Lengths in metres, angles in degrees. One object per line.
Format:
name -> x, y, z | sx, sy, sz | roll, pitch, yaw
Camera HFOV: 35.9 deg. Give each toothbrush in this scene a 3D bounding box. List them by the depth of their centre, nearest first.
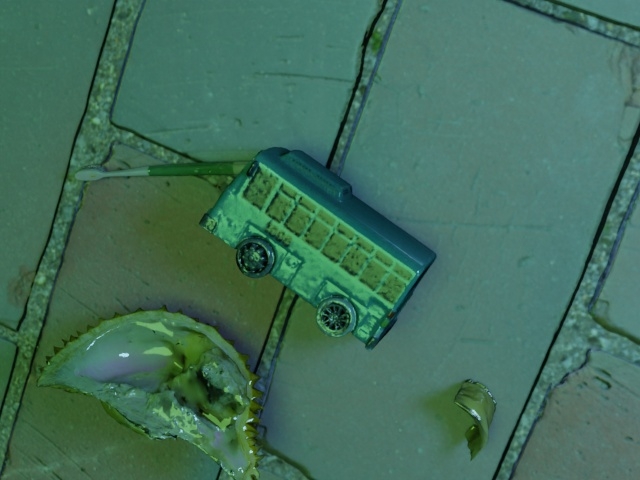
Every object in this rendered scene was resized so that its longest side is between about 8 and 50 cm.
toothbrush -> -0.204, -0.091, 1.289 | 0.257, 0.024, 0.018 | 0, 118, 18

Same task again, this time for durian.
durian -> -0.185, 0.191, 1.248 | 0.306, 0.166, 0.172 | 32, 104, 11

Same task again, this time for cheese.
cheese -> 0.188, 0.216, 1.186 | 0.041, 0.060, 0.084 | -3, 104, 18

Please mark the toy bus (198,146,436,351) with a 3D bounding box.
toy bus -> 0.000, 0.000, 1.179 | 0.256, 0.128, 0.147 | 36, 106, 8
